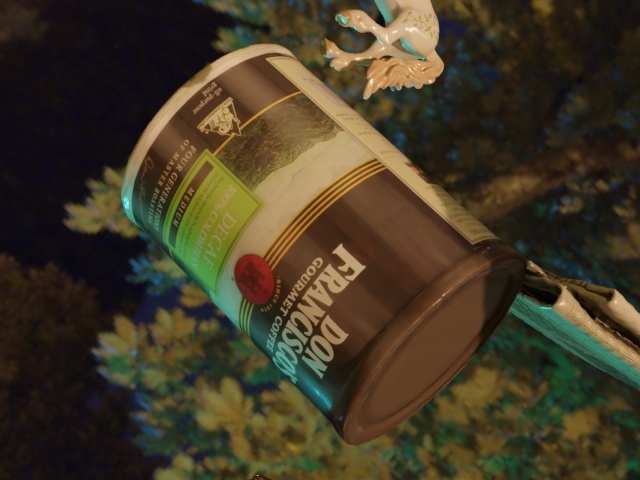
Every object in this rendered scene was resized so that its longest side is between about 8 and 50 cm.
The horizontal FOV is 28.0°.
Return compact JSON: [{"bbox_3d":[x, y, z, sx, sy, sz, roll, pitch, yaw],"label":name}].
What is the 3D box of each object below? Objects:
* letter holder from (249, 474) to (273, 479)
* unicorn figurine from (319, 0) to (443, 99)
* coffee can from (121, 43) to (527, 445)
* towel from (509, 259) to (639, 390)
[{"bbox_3d":[0.019,0.343,0.968,0.301,0.152,0.214,16,-141,31],"label":"letter holder"},{"bbox_3d":[0.049,-0.176,0.848,0.060,0.111,0.162,-171,-104,-65],"label":"unicorn figurine"},{"bbox_3d":[0.000,0.000,1.051,0.201,0.275,0.201,-38,157,-20],"label":"coffee can"},{"bbox_3d":[0.273,0.082,1.357,0.056,0.324,0.312,-58,-152,-1],"label":"towel"}]
